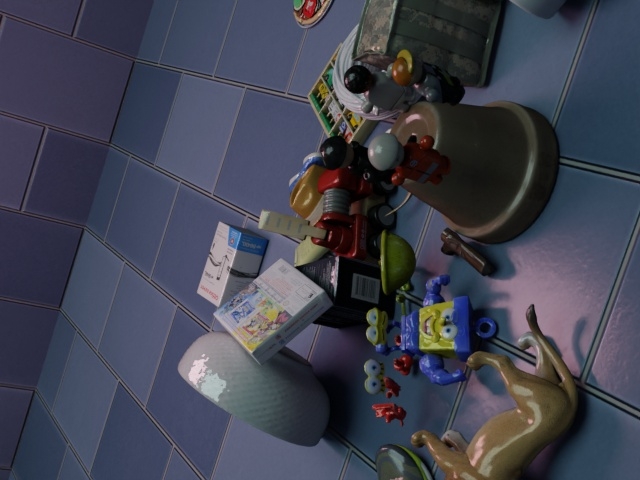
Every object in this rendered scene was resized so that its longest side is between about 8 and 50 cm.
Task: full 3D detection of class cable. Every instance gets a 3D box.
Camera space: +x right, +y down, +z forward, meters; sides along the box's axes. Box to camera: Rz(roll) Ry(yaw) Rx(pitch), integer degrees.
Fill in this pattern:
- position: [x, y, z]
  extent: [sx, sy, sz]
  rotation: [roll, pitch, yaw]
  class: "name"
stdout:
- position: [0.140, -0.385, 2.025]
  extent: [0.257, 0.089, 0.257]
  rotation: [30, 90, 51]
  class: "cable"

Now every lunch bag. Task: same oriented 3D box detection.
- position: [0.220, -0.459, 1.825]
  extent: [0.169, 0.235, 0.287]
  rotation: [10, 86, 63]
  class: "lunch bag"

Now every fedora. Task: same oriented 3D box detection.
- position: [-0.016, -0.110, 2.142]
  extent: [0.194, 0.079, 0.194]
  rotation: [-55, 15, 22]
  class: "fedora"

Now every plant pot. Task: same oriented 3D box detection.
- position: [0.247, -0.142, 1.663]
  extent: [0.263, 0.229, 0.263]
  rotation: [-26, 57, 49]
  class: "plant pot"

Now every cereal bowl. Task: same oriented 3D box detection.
- position: [-0.119, 0.284, 1.964]
  extent: [0.141, 0.339, 0.339]
  rotation: [-61, 33, -1]
  class: "cereal bowl"

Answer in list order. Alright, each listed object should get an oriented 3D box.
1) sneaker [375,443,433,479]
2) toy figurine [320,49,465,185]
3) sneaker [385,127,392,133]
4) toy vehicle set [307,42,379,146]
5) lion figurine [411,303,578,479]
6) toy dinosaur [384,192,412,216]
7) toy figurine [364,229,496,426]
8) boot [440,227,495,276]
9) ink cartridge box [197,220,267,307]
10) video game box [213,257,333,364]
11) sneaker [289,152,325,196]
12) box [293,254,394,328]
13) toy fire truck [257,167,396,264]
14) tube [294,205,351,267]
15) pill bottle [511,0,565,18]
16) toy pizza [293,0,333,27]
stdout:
- position: [0.139, 0.498, 1.663]
  extent: [0.111, 0.121, 0.300]
  rotation: [-46, 42, 37]
  class: "sneaker"
- position: [0.113, -0.195, 1.535]
  extent: [0.213, 0.148, 0.210]
  rotation: [9, 85, 58]
  class: "toy figurine"
- position: [0.165, -0.222, 2.004]
  extent: [0.083, 0.032, 0.037]
  rotation: [-31, 52, 49]
  class: "sneaker"
- position: [0.059, -0.327, 2.205]
  extent: [0.166, 0.035, 0.267]
  rotation: [-56, 37, 27]
  class: "toy vehicle set"
- position: [0.299, 0.317, 1.481]
  extent: [0.240, 0.142, 0.392]
  rotation: [44, 110, 46]
  class: "lion figurine"
- position: [0.204, -0.146, 1.903]
  extent: [0.112, 0.064, 0.212]
  rotation: [152, 136, -72]
  class: "toy dinosaur"
- position: [0.219, 0.152, 1.719]
  extent: [0.217, 0.191, 0.363]
  rotation: [-9, 59, 23]
  class: "toy figurine"
- position: [0.273, 0.034, 1.723]
  extent: [0.114, 0.106, 0.037]
  rotation: [40, 86, 25]
  class: "boot"
- position: [-0.231, 0.069, 2.442]
  extent: [0.148, 0.086, 0.203]
  rotation: [23, 96, 57]
  class: "ink cartridge box"
- position: [-0.097, 0.137, 1.872]
  extent: [0.187, 0.048, 0.205]
  rotation: [-37, 31, -11]
  class: "video game box"
- position: [-0.030, -0.139, 2.241]
  extent: [0.152, 0.058, 0.085]
  rotation: [-45, 37, 45]
  class: "sneaker"
- position: [0.034, 0.110, 1.955]
  extent: [0.207, 0.153, 0.108]
  rotation: [-15, 65, 53]
  class: "box"
- position: [0.015, -0.065, 1.967]
  extent: [0.158, 0.246, 0.217]
  rotation: [-19, 62, 52]
  class: "toy fire truck"
- position: [0.000, 0.000, 2.150]
  extent: [0.062, 0.070, 0.240]
  rotation: [52, 135, 5]
  class: "tube"
- position: [0.434, -0.565, 1.563]
  extent: [0.363, 0.210, 0.210]
  rotation: [-52, 39, 32]
  class: "pill bottle"
- position: [-0.018, -0.657, 2.464]
  extent: [0.201, 0.032, 0.201]
  rotation: [-28, 55, 49]
  class: "toy pizza"
